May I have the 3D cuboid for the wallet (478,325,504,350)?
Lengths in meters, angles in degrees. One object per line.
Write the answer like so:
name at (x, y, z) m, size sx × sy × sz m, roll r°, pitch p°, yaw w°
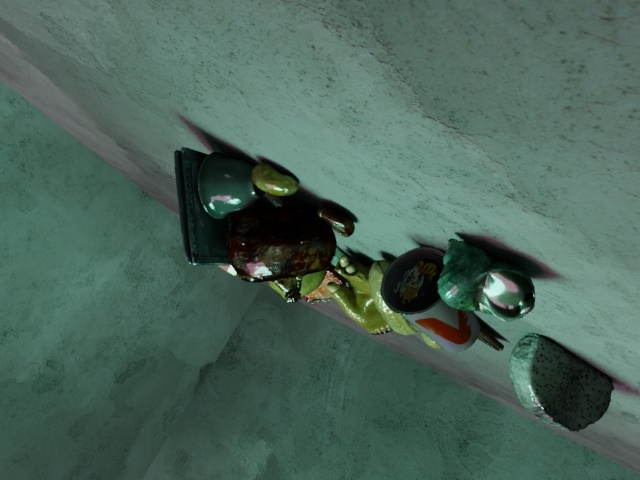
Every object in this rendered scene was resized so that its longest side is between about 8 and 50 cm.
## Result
wallet at (0.503, 0.287, 1.853) m, size 0.230 × 0.042 × 0.124 m, roll 35°, pitch 177°, yaw -26°

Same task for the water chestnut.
water chestnut at (-0.116, 0.042, 1.699) m, size 0.350 × 0.302 × 0.350 m, roll -6°, pitch -177°, yaw 0°

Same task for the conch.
conch at (0.354, 0.084, 1.235) m, size 0.202 × 0.134 × 0.196 m, roll 39°, pitch 126°, yaw -8°

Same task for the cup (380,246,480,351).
cup at (0.312, 0.174, 1.481) m, size 0.203 × 0.203 × 0.288 m, roll 19°, pitch 158°, yaw 46°

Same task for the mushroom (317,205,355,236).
mushroom at (0.046, -0.059, 1.582) m, size 0.123 × 0.052 × 0.123 m, roll 37°, pitch 172°, yaw 6°

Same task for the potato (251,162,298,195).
potato at (-0.130, -0.163, 1.547) m, size 0.138 × 0.070 × 0.091 m, roll 28°, pitch 168°, yaw 16°

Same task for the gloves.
gloves at (0.160, 0.185, 1.973) m, size 0.203 × 0.155 × 0.356 m, roll -21°, pitch 123°, yaw 23°

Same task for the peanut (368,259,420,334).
peanut at (0.257, 0.191, 1.791) m, size 0.158 × 0.174 × 0.340 m, roll 5°, pitch 155°, yaw 28°

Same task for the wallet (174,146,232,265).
wallet at (-0.349, -0.092, 1.681) m, size 0.075 × 0.342 × 0.237 m, roll -9°, pitch 175°, yaw 21°

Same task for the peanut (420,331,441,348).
peanut at (0.410, 0.309, 1.942) m, size 0.129 × 0.129 × 0.224 m, roll 32°, pitch -173°, yaw -2°

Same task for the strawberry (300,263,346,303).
strawberry at (-0.029, 0.124, 2.268) m, size 0.280 × 0.150 × 0.253 m, roll 42°, pitch 134°, yaw -18°

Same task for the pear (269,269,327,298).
pear at (-0.078, 0.106, 2.029) m, size 0.188 × 0.211 × 0.228 m, roll 60°, pitch -169°, yaw -1°

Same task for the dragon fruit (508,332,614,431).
dragon fruit at (0.668, 0.429, 1.647) m, size 0.283 × 0.204 × 0.221 m, roll 34°, pitch 168°, yaw -7°

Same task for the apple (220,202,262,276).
apple at (-0.313, -0.032, 1.992) m, size 0.365 × 0.295 × 0.329 m, roll 39°, pitch 162°, yaw 4°

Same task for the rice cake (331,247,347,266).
rice cake at (0.086, 0.082, 2.061) m, size 0.237 × 0.043 × 0.127 m, roll 38°, pitch 167°, yaw -24°

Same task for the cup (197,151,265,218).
cup at (-0.241, -0.163, 1.638) m, size 0.150 × 0.199 × 0.199 m, roll 1°, pitch 155°, yaw 24°
